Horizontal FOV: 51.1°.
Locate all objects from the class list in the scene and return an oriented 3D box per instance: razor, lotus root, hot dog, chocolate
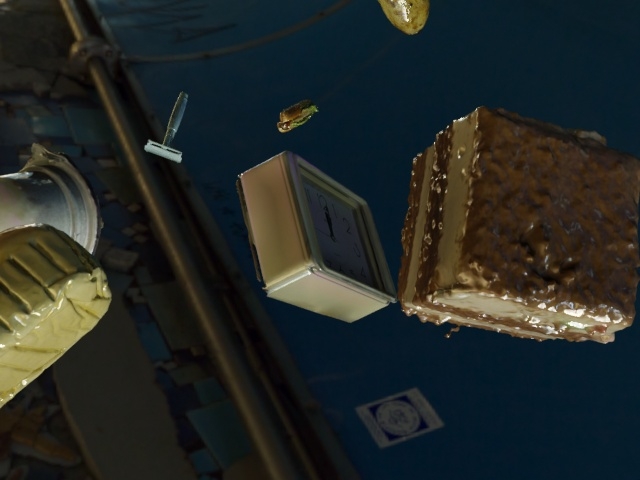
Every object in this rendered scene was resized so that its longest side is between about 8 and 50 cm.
[{"bbox_3d":[-0.268,-0.213,1.224,0.040,0.068,0.135,138,-31,-62],"label":"razor"},{"bbox_3d":[0.157,-0.541,1.409,0.097,0.258,0.110,-11,-129,37],"label":"lotus root"},{"bbox_3d":[-0.045,-0.264,1.407,0.041,0.133,0.056,32,-49,14],"label":"hot dog"},{"bbox_3d":[-0.435,-0.034,0.969,0.221,0.147,0.222,-1,-92,23],"label":"chocolate"}]

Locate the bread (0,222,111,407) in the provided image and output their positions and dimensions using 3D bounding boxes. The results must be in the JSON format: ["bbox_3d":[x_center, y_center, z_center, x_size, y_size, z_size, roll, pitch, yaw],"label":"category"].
[{"bbox_3d":[-0.316,0.084,0.632,0.106,0.236,0.140,44,-16,15],"label":"bread"}]

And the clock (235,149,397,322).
[{"bbox_3d":[0.000,0.000,0.743,0.071,0.192,0.147,-26,-118,23],"label":"clock"}]

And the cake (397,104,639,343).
[{"bbox_3d":[0.261,-0.011,0.912,0.290,0.255,0.282,138,-37,-73],"label":"cake"}]
